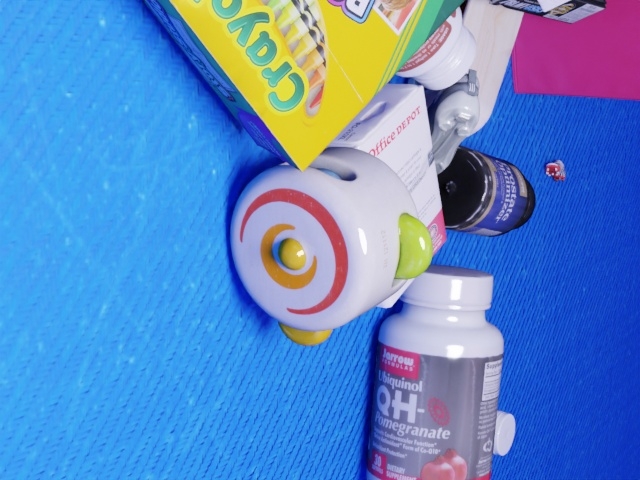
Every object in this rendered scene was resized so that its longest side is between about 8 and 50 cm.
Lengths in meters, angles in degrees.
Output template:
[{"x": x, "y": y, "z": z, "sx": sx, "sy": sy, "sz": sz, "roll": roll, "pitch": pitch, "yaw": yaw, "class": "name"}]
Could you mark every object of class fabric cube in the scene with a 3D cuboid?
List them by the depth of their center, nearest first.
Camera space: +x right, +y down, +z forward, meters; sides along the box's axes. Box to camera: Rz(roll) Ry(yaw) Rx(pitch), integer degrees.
[{"x": 0.481, "y": -0.392, "z": 1.836, "sx": 0.259, "sy": 0.258, "sz": 0.254, "roll": -38, "pitch": 127, "yaw": -48, "class": "fabric cube"}]

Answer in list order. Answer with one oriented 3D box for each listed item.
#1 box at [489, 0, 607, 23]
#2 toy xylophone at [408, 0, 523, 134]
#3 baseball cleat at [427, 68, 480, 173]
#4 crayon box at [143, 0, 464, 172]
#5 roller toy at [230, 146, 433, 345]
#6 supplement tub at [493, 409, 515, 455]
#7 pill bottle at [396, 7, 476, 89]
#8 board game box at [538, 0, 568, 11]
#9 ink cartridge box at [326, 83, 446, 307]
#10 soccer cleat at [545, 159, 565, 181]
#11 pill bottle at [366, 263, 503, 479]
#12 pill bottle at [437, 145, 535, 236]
[{"x": 0.287, "y": -0.469, "z": 1.589, "sx": 0.293, "sy": 0.073, "sz": 0.295, "roll": -5, "pitch": 76, "yaw": -57, "class": "box"}, {"x": 0.194, "y": -0.310, "z": 1.566, "sx": 0.236, "sy": 0.081, "sz": 0.322, "roll": 45, "pitch": 61, "yaw": -38, "class": "toy xylophone"}, {"x": 0.162, "y": -0.156, "z": 1.487, "sx": 0.072, "sy": 0.206, "sz": 0.109, "roll": 23, "pitch": 60, "yaw": -16, "class": "baseball cleat"}, {"x": -0.023, "y": -0.301, "z": 1.093, "sx": 0.313, "sy": 0.106, "sz": 0.363, "roll": -48, "pitch": 133, "yaw": -10, "class": "crayon box"}, {"x": 0.000, "y": 0.000, "z": 1.245, "sx": 0.191, "sy": 0.209, "sz": 0.146, "roll": 56, "pitch": 37, "yaw": 6, "class": "roller toy"}, {"x": 0.250, "y": 0.299, "z": 1.775, "sx": 0.071, "sy": 0.107, "sz": 0.071, "roll": -18, "pitch": 112, "yaw": -55, "class": "supplement tub"}, {"x": 0.094, "y": -0.276, "z": 1.351, "sx": 0.216, "sy": 0.121, "sz": 0.121, "roll": 34, "pitch": 68, "yaw": -41, "class": "pill bottle"}, {"x": 0.287, "y": -0.509, "z": 1.485, "sx": 0.318, "sy": 0.066, "sz": 0.318, "roll": 56, "pitch": 37, "yaw": -17, "class": "board game box"}, {"x": 0.069, "y": -0.062, "z": 1.416, "sx": 0.172, "sy": 0.100, "sz": 0.237, "roll": -46, "pitch": 134, "yaw": -42, "class": "ink cartridge box"}, {"x": 0.432, "y": -0.134, "z": 2.034, "sx": 0.083, "sy": 0.029, "sz": 0.035, "roll": 29, "pitch": 64, "yaw": -59, "class": "soccer cleat"}, {"x": 0.163, "y": 0.198, "z": 1.554, "sx": 0.176, "sy": 0.176, "sz": 0.318, "roll": -4, "pitch": 100, "yaw": -57, "class": "pill bottle"}, {"x": 0.239, "y": -0.069, "z": 1.659, "sx": 0.219, "sy": 0.123, "sz": 0.122, "roll": 7, "pitch": 92, "yaw": -58, "class": "pill bottle"}]
